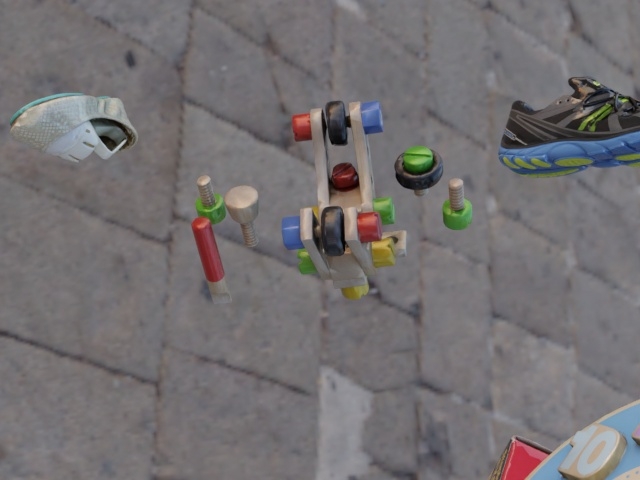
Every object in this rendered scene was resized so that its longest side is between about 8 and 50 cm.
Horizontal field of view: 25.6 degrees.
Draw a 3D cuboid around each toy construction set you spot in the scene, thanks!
[{"bbox_3d":[0.000,0.000,1.741,0.257,0.309,0.237,-123,-164,-44],"label":"toy construction set"}]

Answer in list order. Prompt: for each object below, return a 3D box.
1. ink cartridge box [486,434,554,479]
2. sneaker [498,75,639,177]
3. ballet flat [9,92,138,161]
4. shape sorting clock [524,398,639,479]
[{"bbox_3d":[0.144,0.315,1.048,0.130,0.272,0.309,23,44,4],"label":"ink cartridge box"},{"bbox_3d":[0.227,-0.097,1.118,0.067,0.188,0.078,21,70,-51],"label":"sneaker"},{"bbox_3d":[-0.193,-0.090,1.151,0.052,0.057,0.168,53,19,4],"label":"ballet flat"},{"bbox_3d":[0.154,0.149,0.672,0.040,0.206,0.206,52,43,-24],"label":"shape sorting clock"}]
